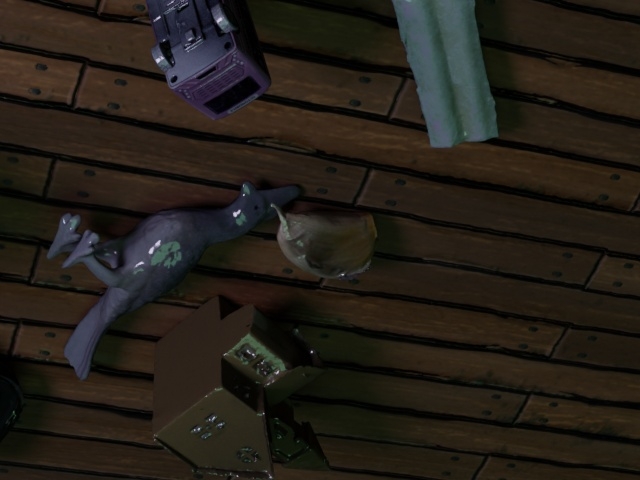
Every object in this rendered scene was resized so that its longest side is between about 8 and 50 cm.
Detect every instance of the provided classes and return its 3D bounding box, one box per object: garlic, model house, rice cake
[{"bbox_3d":[-0.003,-0.001,1.798,0.152,0.066,0.084,5,104,-26],"label":"garlic"},{"bbox_3d":[-0.056,0.197,1.876,0.176,0.181,0.248,-36,123,21],"label":"model house"},{"bbox_3d":[0.132,-0.190,1.661,0.085,0.040,0.226,-16,133,3],"label":"rice cake"}]

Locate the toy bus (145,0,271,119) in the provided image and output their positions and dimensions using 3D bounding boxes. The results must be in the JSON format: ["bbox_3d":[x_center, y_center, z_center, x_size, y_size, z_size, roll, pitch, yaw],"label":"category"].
[{"bbox_3d":[-0.112,-0.207,1.514,0.087,0.178,0.098,-31,142,17],"label":"toy bus"}]

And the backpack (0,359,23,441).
[{"bbox_3d":[-0.464,0.188,1.844,0.258,0.133,0.206,24,115,-36],"label":"backpack"}]

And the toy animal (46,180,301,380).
[{"bbox_3d":[-0.210,0.028,1.759,0.367,0.081,0.206,-38,146,20],"label":"toy animal"}]
